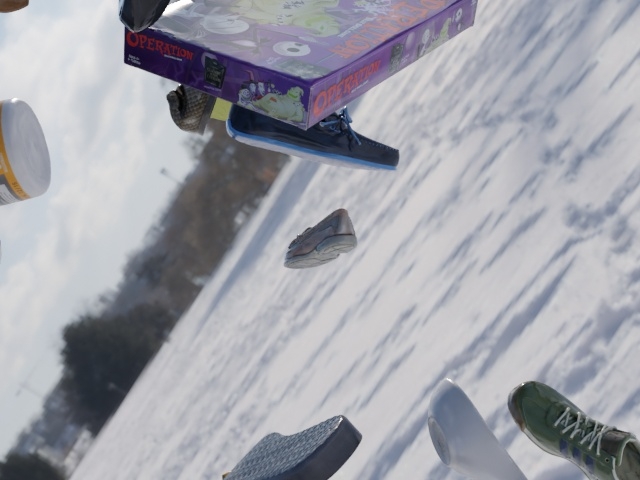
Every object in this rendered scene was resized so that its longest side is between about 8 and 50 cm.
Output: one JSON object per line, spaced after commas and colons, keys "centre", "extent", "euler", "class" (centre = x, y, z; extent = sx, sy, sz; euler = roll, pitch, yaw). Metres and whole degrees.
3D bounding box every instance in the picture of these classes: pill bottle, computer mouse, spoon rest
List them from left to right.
{"centre": [-0.583, -0.118, 1.741], "extent": [0.278, 0.162, 0.162], "euler": [-13, 8, 3], "class": "pill bottle"}
{"centre": [-0.134, -0.289, 0.919], "extent": [0.071, 0.041, 0.242], "euler": [168, 109, -72], "class": "computer mouse"}
{"centre": [0.216, 0.302, 1.425], "extent": [0.084, 0.276, 0.137], "euler": [-16, -33, -12], "class": "spoon rest"}

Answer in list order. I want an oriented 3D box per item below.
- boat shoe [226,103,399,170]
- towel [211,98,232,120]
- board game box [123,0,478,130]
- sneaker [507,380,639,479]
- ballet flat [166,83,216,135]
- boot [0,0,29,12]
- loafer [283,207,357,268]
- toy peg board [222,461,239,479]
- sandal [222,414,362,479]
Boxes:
{"centre": [-0.002, -0.161, 1.579], "extent": [0.109, 0.258, 0.089], "euler": [180, 103, -71], "class": "boat shoe"}
{"centre": [-0.145, -0.244, 1.662], "extent": [0.237, 0.102, 0.021], "euler": [85, -160, -67], "class": "towel"}
{"centre": [-0.006, -0.216, 1.100], "extent": [0.347, 0.208, 0.056], "euler": [-38, -33, -49], "class": "board game box"}
{"centre": [0.288, 0.208, 1.138], "extent": [0.064, 0.192, 0.086], "euler": [-45, -3, -28], "class": "sneaker"}
{"centre": [-0.136, -0.237, 1.350], "extent": [0.084, 0.058, 0.250], "euler": [117, 169, -61], "class": "ballet flat"}
{"centre": [-0.496, -0.352, 1.611], "extent": [0.087, 0.118, 0.042], "euler": [7, 94, 59], "class": "boot"}
{"centre": [0.000, 0.000, 1.125], "extent": [0.125, 0.045, 0.039], "euler": [-25, 65, 59], "class": "loafer"}
{"centre": [-0.127, 0.436, 1.823], "extent": [0.160, 0.079, 0.161], "euler": [-20, -56, -29], "class": "toy peg board"}
{"centre": [-0.035, 0.218, 0.990], "extent": [0.097, 0.054, 0.254], "euler": [-44, 5, -28], "class": "sandal"}
